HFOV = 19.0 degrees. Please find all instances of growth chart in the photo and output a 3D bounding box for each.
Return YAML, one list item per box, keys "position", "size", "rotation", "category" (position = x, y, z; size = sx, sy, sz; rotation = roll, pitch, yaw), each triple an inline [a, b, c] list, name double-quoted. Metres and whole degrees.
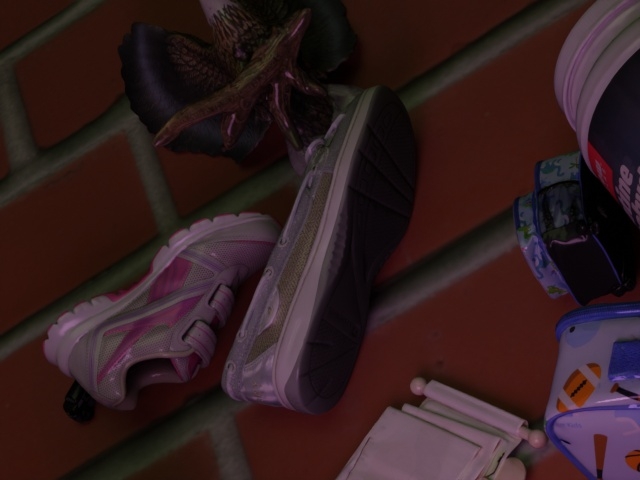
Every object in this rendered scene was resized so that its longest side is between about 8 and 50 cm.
- position: [0.069, 0.221, 1.592]
  size: [0.237, 0.021, 0.172]
  rotation: [-50, 46, -7]
  category: "growth chart"

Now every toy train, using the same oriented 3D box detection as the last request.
- position: [-0.203, 0.103, 1.857]
  size: [0.027, 0.036, 0.158]
  rotation: [14, 67, 41]
  category: "toy train"

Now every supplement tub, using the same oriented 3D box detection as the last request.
- position: [0.320, -0.073, 1.503]
  size: [0.191, 0.191, 0.272]
  rotation: [-38, 48, 6]
  category: "supplement tub"

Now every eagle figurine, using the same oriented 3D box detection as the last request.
- position: [-0.075, -0.189, 1.911]
  size: [0.226, 0.225, 0.298]
  rotation: [0, 11, -12]
  category: "eagle figurine"

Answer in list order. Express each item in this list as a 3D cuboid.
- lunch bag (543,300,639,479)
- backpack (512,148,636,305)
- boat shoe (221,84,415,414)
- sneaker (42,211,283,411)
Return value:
- position: [0.321, 0.118, 1.334]
  size: [0.303, 0.243, 0.115]
  rotation: [-7, 55, 32]
  category: "lunch bag"
- position: [0.210, -0.015, 1.607]
  size: [0.084, 0.105, 0.114]
  rotation: [-17, 45, 23]
  category: "backpack"
- position: [0.001, 0.002, 1.736]
  size: [0.103, 0.118, 0.320]
  rotation: [5, 68, 32]
  category: "boat shoe"
- position: [-0.128, 0.073, 1.791]
  size: [0.252, 0.103, 0.111]
  rotation: [-36, 66, -3]
  category: "sneaker"
